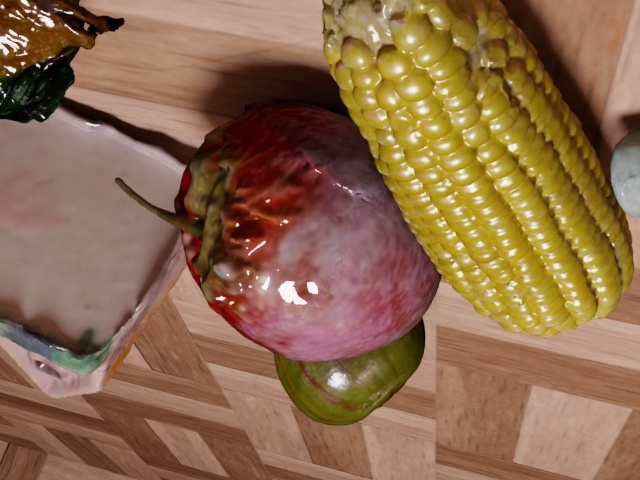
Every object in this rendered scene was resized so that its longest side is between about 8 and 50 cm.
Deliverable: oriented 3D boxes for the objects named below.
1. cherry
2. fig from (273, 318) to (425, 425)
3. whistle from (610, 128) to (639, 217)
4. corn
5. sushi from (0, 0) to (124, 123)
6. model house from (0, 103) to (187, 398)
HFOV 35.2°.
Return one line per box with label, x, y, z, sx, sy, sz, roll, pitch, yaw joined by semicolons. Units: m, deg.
cherry;0.000;0.000;0.753;0.250;0.175;0.192;30;179;-43
fig;-0.012;0.045;0.953;0.259;0.151;0.151;53;150;-1
whistle;0.317;-0.044;0.527;0.142;0.133;0.346;32;162;-35
corn;0.109;-0.045;0.642;0.130;0.130;0.347;0;147;34
sushi;-0.264;-0.129;0.691;0.287;0.149;0.140;-14;144;41
model house;-0.250;0.019;0.907;0.237;0.202;0.237;24;154;-1
